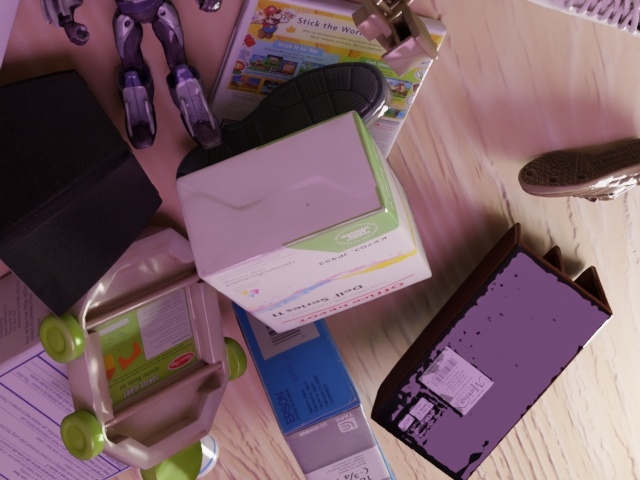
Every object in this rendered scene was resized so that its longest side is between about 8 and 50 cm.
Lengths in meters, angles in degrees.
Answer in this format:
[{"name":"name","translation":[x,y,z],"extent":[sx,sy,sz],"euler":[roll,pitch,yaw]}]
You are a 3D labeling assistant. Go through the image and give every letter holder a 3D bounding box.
[{"name":"letter holder","translation":[0.223,0.131,1.686],"extent":[0.152,0.214,0.302],"euler":[37,107,-4]}]

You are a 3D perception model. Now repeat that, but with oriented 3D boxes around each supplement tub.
[{"name":"supplement tub","translation":[-0.197,0.281,1.774],"extent":[0.071,0.071,0.107],"euler":[-29,134,13]}]

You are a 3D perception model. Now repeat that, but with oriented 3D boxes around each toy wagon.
[{"name":"toy wagon","translation":[-0.199,0.164,1.504],"extent":[0.267,0.068,0.344],"euler":[-25,112,-48]}]

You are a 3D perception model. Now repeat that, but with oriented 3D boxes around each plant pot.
[{"name":"plant pot","translation":[-0.277,-0.063,1.329],"extent":[0.167,0.187,0.188],"euler":[-33,155,-7]}]

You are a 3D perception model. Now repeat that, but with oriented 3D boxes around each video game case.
[{"name":"video game case","translation":[-0.001,-0.176,1.419],"extent":[0.227,0.026,0.206],"euler":[8,131,-21]}]

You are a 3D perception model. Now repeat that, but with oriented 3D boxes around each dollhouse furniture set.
[{"name":"dollhouse furniture set","translation":[0.052,-0.281,1.235],"extent":[0.101,0.161,0.182],"euler":[-34,133,17]}]

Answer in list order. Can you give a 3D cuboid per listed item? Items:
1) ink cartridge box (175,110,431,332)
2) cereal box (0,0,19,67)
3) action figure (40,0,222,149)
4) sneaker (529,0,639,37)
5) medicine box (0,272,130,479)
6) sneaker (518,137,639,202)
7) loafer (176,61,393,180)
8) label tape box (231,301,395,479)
[{"name":"ink cartridge box","translation":[0.000,0.000,1.423],"extent":[0.207,0.119,0.353],"euler":[-21,161,9]},{"name":"cereal box","translation":[-0.378,-0.251,1.228],"extent":[0.173,0.047,0.240],"euler":[8,131,-23]},{"name":"action figure","translation":[-0.175,-0.224,1.278],"extent":[0.185,0.099,0.285],"euler":[-10,132,2]},{"name":"sneaker","translation":[0.309,-0.268,1.365],"extent":[0.235,0.094,0.090],"euler":[5,133,-18]},{"name":"medicine box","translation":[-0.368,0.198,1.592],"extent":[0.289,0.149,0.263],"euler":[-29,133,13]},{"name":"sneaker","translation":[0.338,-0.072,1.580],"extent":[0.189,0.066,0.071],"euler":[-11,136,-4]},{"name":"loafer","translation":[-0.033,-0.111,1.406],"extent":[0.268,0.096,0.084],"euler":[-26,154,20]},{"name":"label tape box","translation":[0.010,0.241,1.665],"extent":[0.106,0.240,0.333],"euler":[-24,134,-2]}]
